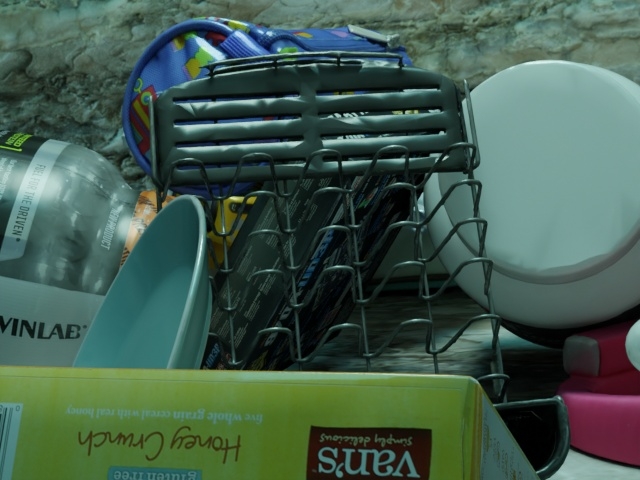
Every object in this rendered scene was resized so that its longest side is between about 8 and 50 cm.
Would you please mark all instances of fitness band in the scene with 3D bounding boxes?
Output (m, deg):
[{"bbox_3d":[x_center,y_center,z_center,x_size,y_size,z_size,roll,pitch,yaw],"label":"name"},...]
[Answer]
[{"bbox_3d":[0.275,0.082,0.876,0.291,0.054,0.209,-9,9,-38],"label":"fitness band"}]

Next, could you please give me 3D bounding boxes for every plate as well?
[{"bbox_3d":[-0.088,0.069,0.664,0.024,0.188,0.188,24,-3,-18],"label":"plate"}]

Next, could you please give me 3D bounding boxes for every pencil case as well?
[{"bbox_3d":[-0.018,-0.099,1.039,0.119,0.133,0.306,38,18,15],"label":"pencil case"}]

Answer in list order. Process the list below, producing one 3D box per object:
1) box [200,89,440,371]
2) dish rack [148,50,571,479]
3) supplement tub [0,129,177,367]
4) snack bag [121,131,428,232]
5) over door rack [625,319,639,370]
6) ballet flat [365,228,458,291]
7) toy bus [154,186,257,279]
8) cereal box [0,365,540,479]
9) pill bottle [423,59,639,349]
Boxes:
[{"bbox_3d":[0.000,0.000,0.987,0.051,0.220,0.175,38,31,15],"label":"box"},{"bbox_3d":[0.007,0.012,0.773,0.208,0.271,0.074,-3,-22,-8],"label":"dish rack"},{"bbox_3d":[-0.252,0.017,0.911,0.316,0.193,0.193,11,6,1],"label":"supplement tub"},{"bbox_3d":[0.024,-0.075,1.337,0.323,0.037,0.342,17,14,26],"label":"snack bag"},{"bbox_3d":[0.174,0.035,0.521,0.108,0.239,0.324,6,10,23],"label":"over door rack"},{"bbox_3d":[0.224,-0.021,1.494,0.400,0.139,0.139,-3,6,-1],"label":"ballet flat"},{"bbox_3d":[-0.086,0.002,1.368,0.108,0.130,0.333,7,3,-18],"label":"toy bus"},{"bbox_3d":[-0.012,0.093,0.489,0.173,0.047,0.240,0,-19,15],"label":"cereal box"},{"bbox_3d":[0.166,-0.021,0.989,0.176,0.176,0.318,-1,-9,13],"label":"pill bottle"}]
